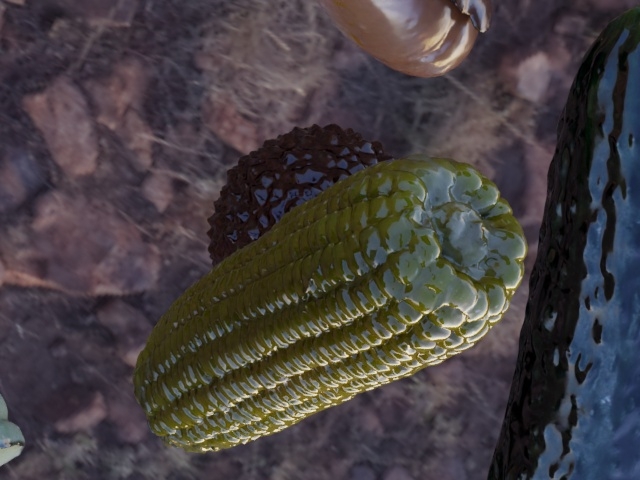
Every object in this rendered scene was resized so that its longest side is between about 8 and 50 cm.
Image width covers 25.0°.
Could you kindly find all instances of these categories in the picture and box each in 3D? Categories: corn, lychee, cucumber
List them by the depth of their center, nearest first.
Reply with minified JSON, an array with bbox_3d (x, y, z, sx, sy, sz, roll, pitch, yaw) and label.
[{"bbox_3d":[0.081,0.035,0.430,0.058,0.052,0.215,12,110,8],"label":"cucumber"},{"bbox_3d":[-0.010,0.050,0.933,0.131,0.344,0.131,17,60,-32],"label":"corn"},{"bbox_3d":[0.000,0.000,1.644,0.264,0.300,0.264,-10,114,-24],"label":"lychee"}]

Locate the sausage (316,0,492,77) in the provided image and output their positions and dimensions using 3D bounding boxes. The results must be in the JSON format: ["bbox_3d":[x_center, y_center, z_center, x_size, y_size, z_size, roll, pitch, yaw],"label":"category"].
[{"bbox_3d":[-0.007,-0.103,0.365,0.177,0.040,0.047,46,41,-43],"label":"sausage"}]

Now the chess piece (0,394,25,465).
[{"bbox_3d":[-0.391,0.117,1.398,0.133,0.133,0.243,-20,76,-24],"label":"chess piece"}]
